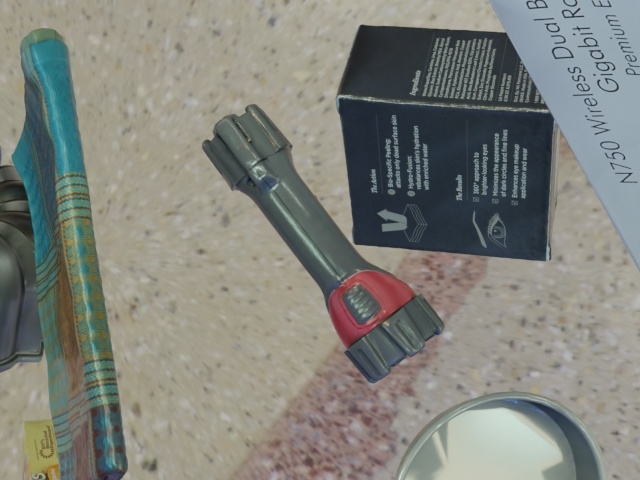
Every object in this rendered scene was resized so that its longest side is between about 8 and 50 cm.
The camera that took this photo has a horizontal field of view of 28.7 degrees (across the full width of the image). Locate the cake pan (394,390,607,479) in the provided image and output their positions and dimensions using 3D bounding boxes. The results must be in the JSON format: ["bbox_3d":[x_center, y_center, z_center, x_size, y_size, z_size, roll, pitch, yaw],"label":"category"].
[{"bbox_3d":[0.217,0.324,1.565,0.293,0.054,0.293,-3,101,-15],"label":"cake pan"}]

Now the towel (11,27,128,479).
[{"bbox_3d":[-0.223,0.039,1.079,0.040,0.271,0.370,-6,73,-17],"label":"towel"}]

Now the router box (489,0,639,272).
[{"bbox_3d":[0.259,-0.038,0.495,0.335,0.301,0.082,50,57,-41],"label":"router box"}]

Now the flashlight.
[{"bbox_3d":[0.000,0.000,1.294,0.103,0.103,0.304,-32,82,-40],"label":"flashlight"}]

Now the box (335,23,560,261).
[{"bbox_3d":[0.102,-0.073,0.949,0.158,0.156,0.093,5,48,12],"label":"box"}]

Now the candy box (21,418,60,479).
[{"bbox_3d":[-0.360,0.418,1.706,0.087,0.183,0.316,-3,127,-18],"label":"candy box"}]

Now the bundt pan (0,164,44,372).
[{"bbox_3d":[-0.399,-0.006,1.281,0.330,0.331,0.124,20,113,-10],"label":"bundt pan"}]
